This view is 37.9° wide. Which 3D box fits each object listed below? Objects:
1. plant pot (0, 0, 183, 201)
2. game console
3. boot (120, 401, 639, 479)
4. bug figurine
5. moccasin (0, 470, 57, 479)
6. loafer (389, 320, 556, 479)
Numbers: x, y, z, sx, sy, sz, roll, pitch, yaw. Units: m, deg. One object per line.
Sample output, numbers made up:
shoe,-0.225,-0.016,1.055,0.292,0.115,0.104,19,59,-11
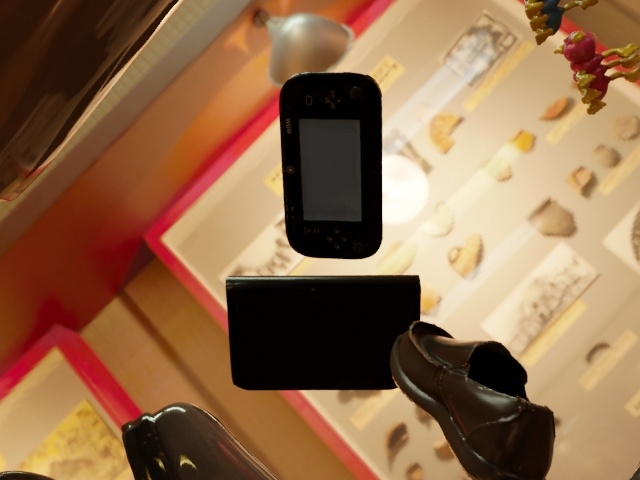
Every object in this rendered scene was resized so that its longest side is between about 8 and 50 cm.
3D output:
plant pot,-0.182,-0.181,0.464,0.280,0.323,0.323,-66,-25,0
game console,0.000,0.000,0.991,0.044,0.213,0.361,-87,-5,-68
boot,0.087,0.147,0.394,0.222,0.338,0.118,-39,-26,-17
bug figurine,0.325,-0.269,1.024,0.279,0.072,0.216,-33,-61,-15
moccasin,-0.290,0.377,0.736,0.139,0.380,0.147,13,-33,-17
loafer,0.123,0.110,0.713,0.080,0.220,0.078,19,-77,-23
